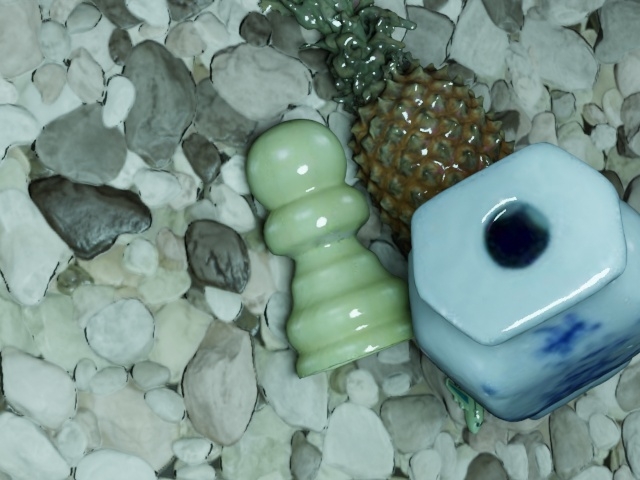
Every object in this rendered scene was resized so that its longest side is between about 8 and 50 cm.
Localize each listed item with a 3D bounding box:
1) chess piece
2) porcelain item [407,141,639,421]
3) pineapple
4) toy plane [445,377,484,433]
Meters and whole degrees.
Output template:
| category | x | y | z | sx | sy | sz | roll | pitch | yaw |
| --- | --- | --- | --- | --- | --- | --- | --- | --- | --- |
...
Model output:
| category | x | y | z | sx | sy | sz | roll | pitch | yaw |
| --- | --- | --- | --- | --- | --- | --- | --- | --- | --- |
| chess piece | 0.000 | 0.000 | 1.657 | 0.144 | 0.144 | 0.251 | -18 | 84 | -33 |
| porcelain item | 0.206 | 0.051 | 1.570 | 0.242 | 0.405 | 0.178 | -30 | 71 | 3 |
| pineapple | 0.074 | -0.145 | 1.718 | 0.175 | 0.175 | 0.361 | -38 | 93 | -31 |
| toy plane | 0.166 | 0.168 | 1.781 | 0.080 | 0.033 | 0.083 | 6 | 85 | -32 |
